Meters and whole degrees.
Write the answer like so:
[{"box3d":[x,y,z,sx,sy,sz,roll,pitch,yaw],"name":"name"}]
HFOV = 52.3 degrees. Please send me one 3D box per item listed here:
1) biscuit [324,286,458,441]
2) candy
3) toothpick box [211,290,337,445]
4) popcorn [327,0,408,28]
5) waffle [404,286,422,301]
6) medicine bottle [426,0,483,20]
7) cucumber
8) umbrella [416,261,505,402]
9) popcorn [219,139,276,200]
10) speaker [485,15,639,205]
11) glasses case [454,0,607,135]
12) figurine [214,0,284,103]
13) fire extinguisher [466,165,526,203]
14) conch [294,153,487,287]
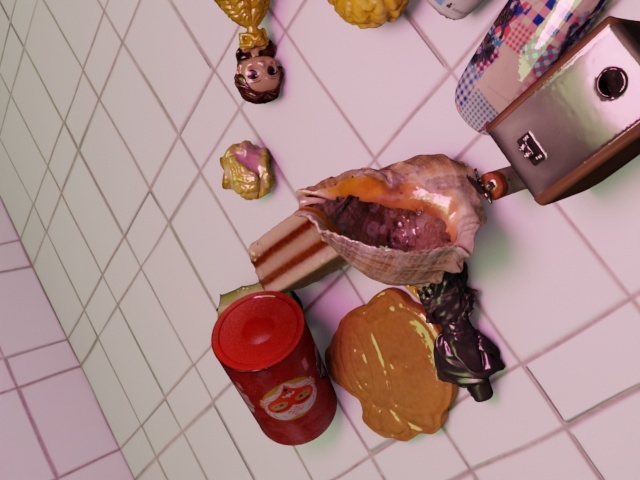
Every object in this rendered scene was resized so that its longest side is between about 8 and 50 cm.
[{"box3d":[0.148,0.278,1.412,0.351,0.057,0.311,-36,74,44],"name":"biscuit"},{"box3d":[0.000,0.000,1.391,0.321,0.180,0.135,-34,77,45],"name":"candy"},{"box3d":[-0.093,0.290,1.447,0.204,0.204,0.333,29,151,36],"name":"toothpick box"},{"box3d":[0.093,-0.502,1.185,0.203,0.226,0.200,-32,116,8],"name":"popcorn"},{"box3d":[0.222,0.075,1.302,0.191,0.032,0.125,44,126,25],"name":"waffle"},{"box3d":[0.245,-0.460,1.054,0.168,0.135,0.135,-39,73,44],"name":"medicine bottle"},{"box3d":[-0.141,0.185,1.644,0.325,0.105,0.145,-19,61,46],"name":"cucumber"},{"box3d":[0.261,0.175,1.237,0.110,0.122,0.272,-169,59,-83],"name":"umbrella"},{"box3d":[-0.175,-0.166,1.563,0.126,0.126,0.145,-31,98,34],"name":"popcorn"},{"box3d":[0.396,-0.183,0.938,0.231,0.193,0.153,-44,69,41],"name":"speaker"},{"box3d":[0.332,-0.315,1.047,0.125,0.076,0.327,51,132,25],"name":"glasses case"},{"box3d":[-0.153,-0.460,1.442,0.168,0.187,0.315,4,113,40],"name":"figurine"},{"box3d":[0.299,-0.099,1.067,0.050,0.177,0.062,-31,80,46],"name":"fire extinguisher"},{"box3d":[0.137,-0.014,1.145,0.297,0.353,0.209,-110,11,-58],"name":"conch"}]
